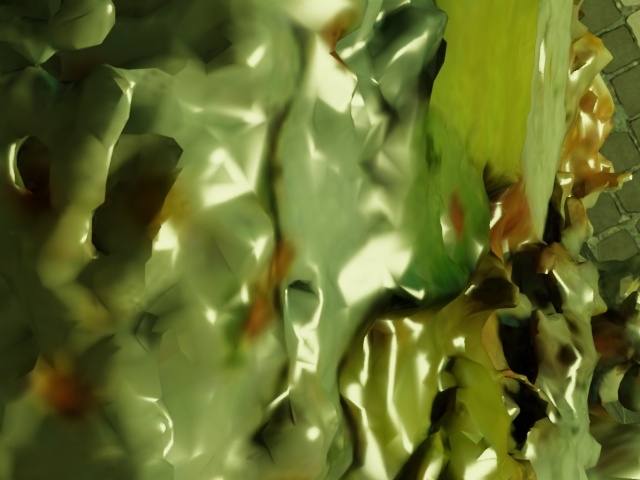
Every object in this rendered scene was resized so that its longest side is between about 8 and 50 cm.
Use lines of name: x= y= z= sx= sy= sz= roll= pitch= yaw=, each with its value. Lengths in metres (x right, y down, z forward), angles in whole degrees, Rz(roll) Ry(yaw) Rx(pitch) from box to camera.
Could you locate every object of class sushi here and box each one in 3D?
sushi: x=0.010 y=-0.010 z=0.493 sx=0.417 sy=0.176 sz=0.417 roll=-5 pitch=95 yaw=-61

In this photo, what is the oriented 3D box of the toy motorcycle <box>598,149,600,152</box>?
toy motorcycle: x=0.113 y=-0.096 z=1.178 sx=0.331 sy=0.196 sz=0.125 roll=50 pitch=19 yaw=-42
